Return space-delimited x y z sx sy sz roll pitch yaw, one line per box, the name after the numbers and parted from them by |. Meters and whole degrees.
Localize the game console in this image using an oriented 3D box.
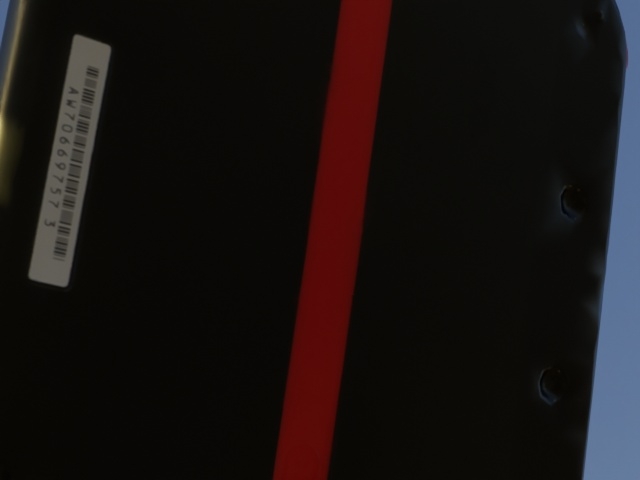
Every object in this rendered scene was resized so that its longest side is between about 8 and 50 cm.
0.000 0.000 0.645 0.342 0.386 0.060 15 -13 -31 | game console
